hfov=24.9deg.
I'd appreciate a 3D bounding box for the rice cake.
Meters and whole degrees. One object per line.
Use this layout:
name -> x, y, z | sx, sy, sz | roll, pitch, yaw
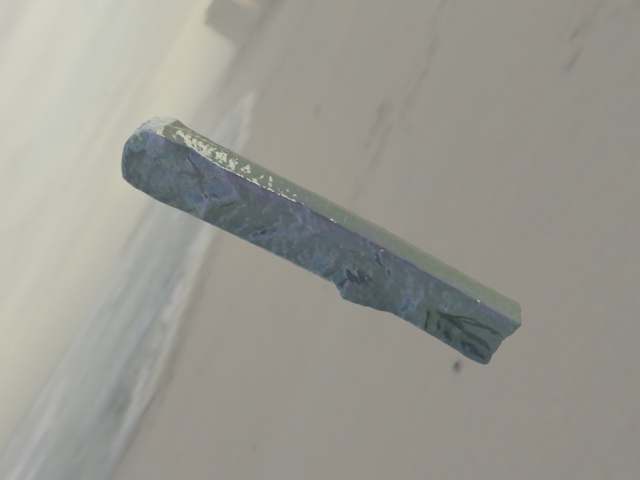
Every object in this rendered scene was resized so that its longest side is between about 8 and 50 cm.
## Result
rice cake -> 0.000, 0.000, 0.606 | 0.030, 0.180, 0.042 | -62, 2, 22
